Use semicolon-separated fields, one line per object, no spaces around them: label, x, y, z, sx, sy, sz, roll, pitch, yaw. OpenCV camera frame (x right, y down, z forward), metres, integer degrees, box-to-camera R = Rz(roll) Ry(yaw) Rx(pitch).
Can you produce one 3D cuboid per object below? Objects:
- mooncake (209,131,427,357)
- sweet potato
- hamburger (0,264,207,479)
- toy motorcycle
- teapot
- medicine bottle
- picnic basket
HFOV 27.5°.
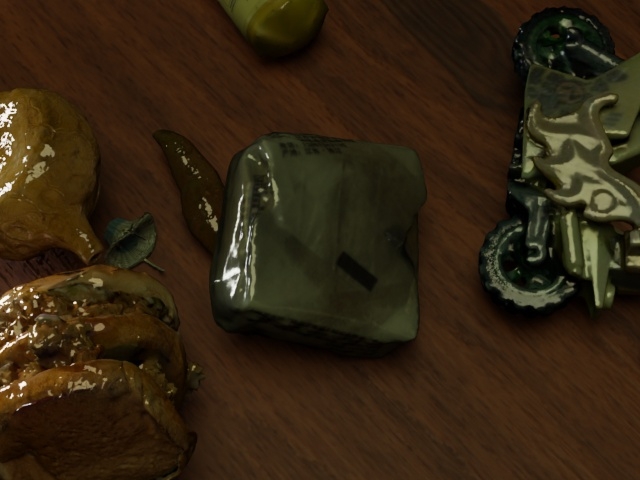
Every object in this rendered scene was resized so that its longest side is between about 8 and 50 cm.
mooncake;-0.003;0.002;1.528;0.254;0.136;0.250;11;67;-21
sweet potato;-0.130;-0.027;1.597;0.067;0.067;0.274;-27;75;-12
hamburger;-0.245;0.165;1.408;0.260;0.245;0.211;4;40;-23
toy motorcycle;0.326;-0.094;1.575;0.236;0.169;0.410;9;70;11
teapot;-0.345;-0.075;1.575;0.203;0.167;0.311;-46;49;6
medicine bottle;-0.089;-0.348;1.719;0.124;0.124;0.239;-30;69;-14
picnic basket;-0.226;0.002;1.581;0.083;0.065;0.083;33;63;33
